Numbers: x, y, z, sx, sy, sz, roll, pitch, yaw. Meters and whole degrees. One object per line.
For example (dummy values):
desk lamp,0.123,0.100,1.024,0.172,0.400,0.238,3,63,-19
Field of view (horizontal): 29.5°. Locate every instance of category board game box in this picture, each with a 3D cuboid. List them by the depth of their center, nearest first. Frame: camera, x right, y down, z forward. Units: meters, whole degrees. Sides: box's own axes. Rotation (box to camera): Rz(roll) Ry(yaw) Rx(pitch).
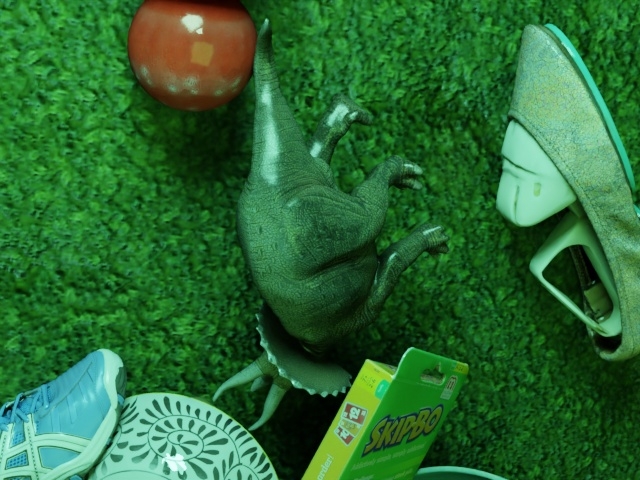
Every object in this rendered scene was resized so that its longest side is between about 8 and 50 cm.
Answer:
board game box,0.023,0.197,0.930,0.259,0.039,0.124,-60,149,4

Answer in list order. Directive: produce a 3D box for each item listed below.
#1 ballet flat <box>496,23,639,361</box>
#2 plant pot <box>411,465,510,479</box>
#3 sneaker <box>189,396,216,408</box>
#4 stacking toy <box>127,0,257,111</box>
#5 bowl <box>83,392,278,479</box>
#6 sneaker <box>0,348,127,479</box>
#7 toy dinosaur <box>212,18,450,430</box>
ballet flat,0.206,-0.021,0.978,0.106,0.107,0.316,-32,115,-1
plant pot,0.144,0.343,0.999,0.195,0.290,0.290,25,98,-51
sneaker,-0.066,0.205,0.973,0.086,0.064,0.192,-17,109,-32
stacking toy,-0.076,-0.245,0.787,0.141,0.141,0.330,0,114,-21
bowl,-0.120,0.204,0.889,0.170,0.080,0.170,6,110,16
sneaker,-0.227,0.153,0.877,0.211,0.080,0.081,-44,119,-4
toy dinosaur,0.000,0.000,0.856,0.160,0.121,0.313,-47,147,-34
